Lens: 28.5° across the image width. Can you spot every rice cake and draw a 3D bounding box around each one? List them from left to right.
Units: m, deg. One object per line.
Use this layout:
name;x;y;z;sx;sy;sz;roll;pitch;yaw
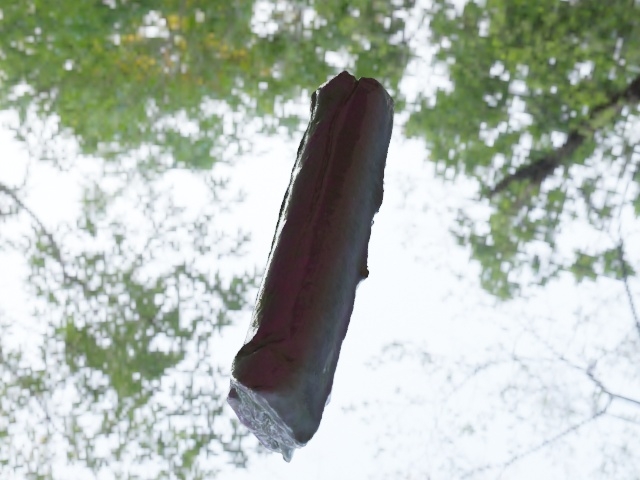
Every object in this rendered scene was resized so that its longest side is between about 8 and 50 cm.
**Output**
rice cake;0.000;0.000;0.656;0.055;0.049;0.270;32;-139;-13
